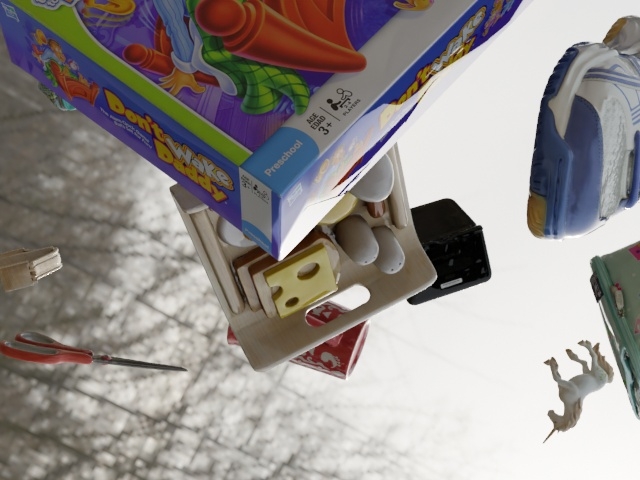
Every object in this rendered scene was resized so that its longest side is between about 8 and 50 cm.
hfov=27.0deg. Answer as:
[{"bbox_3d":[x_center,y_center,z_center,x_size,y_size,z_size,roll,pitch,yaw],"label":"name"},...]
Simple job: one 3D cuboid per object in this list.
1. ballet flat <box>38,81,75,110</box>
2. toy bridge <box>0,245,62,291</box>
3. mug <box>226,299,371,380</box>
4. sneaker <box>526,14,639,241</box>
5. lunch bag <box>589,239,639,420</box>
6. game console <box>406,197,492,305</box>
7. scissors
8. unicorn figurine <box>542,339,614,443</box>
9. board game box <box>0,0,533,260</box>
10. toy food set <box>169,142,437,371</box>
[{"bbox_3d":[-0.322,-0.248,1.635,0.070,0.070,0.188,-82,-177,-54],"label":"ballet flat"},{"bbox_3d":[-0.301,0.024,1.381,0.188,0.063,0.026,-163,-121,-76],"label":"toy bridge"},{"bbox_3d":[-0.031,0.122,1.778,0.150,0.169,0.113,-44,153,-69],"label":"mug"},{"bbox_3d":[0.233,-0.081,0.907,0.296,0.131,0.112,-44,145,-50],"label":"sneaker"},{"bbox_3d":[0.464,0.146,1.879,0.108,0.279,0.224,-18,-128,10],"label":"lunch bag"},{"bbox_3d":[0.138,0.013,1.663,0.071,0.122,0.107,10,-65,67],"label":"game console"},{"bbox_3d":[-0.366,0.195,2.151,0.109,0.297,0.021,-75,179,-79],"label":"scissors"},{"bbox_3d":[0.391,0.225,2.065,0.162,0.111,0.060,-27,171,-12],"label":"unicorn figurine"},{"bbox_3d":[-0.003,-0.184,0.867,0.347,0.233,0.078,-47,161,-24],"label":"board game box"},{"bbox_3d":[0.000,0.000,1.266,0.220,0.306,0.092,-27,-125,-8],"label":"toy food set"}]
